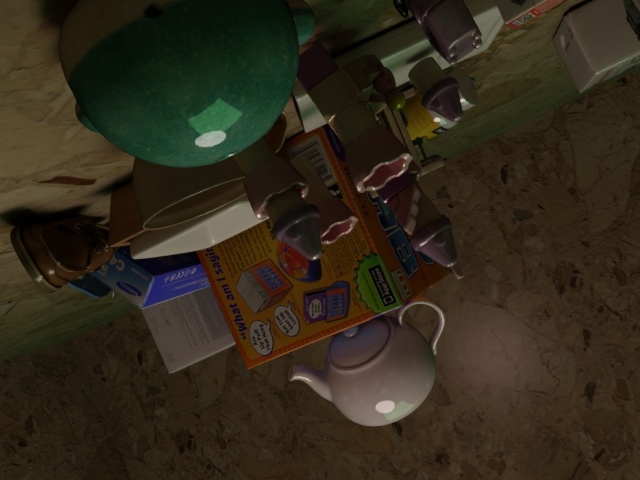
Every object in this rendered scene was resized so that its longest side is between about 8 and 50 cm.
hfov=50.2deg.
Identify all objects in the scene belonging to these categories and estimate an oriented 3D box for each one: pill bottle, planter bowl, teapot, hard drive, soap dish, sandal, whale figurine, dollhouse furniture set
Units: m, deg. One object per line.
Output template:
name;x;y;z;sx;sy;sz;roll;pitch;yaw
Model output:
pill bottle;0.186;-0.234;1.235;0.184;0.103;0.103;-26;176;38
planter bowl;-0.167;-0.095;0.856;0.162;0.109;0.162;-25;177;-1
teapot;0.109;0.240;1.411;0.252;0.187;0.256;-2;-140;42
hard drive;0.106;-0.249;0.960;0.307;0.040;0.203;-24;177;1
soap dish;-0.181;-0.069;1.107;0.228;0.118;0.291;-25;177;17
sandal;-0.078;-0.149;0.885;0.088;0.079;0.240;-23;176;-25
whale figurine;-0.096;-0.126;0.572;0.216;0.141;0.272;-25;177;0
dollhouse furniture set;0.106;-0.167;1.118;0.128;0.129;0.184;-24;-167;2

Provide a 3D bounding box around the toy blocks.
toy blocks;0.094;-0.085;0.792;0.308;0.260;0.288;-35;163;10

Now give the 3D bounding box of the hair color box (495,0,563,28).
hair color box;0.250;-0.302;0.694;0.167;0.093;0.053;-25;176;29

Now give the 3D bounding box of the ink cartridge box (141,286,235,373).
ink cartridge box;-0.289;0.118;1.644;0.271;0.310;0.130;-24;177;8

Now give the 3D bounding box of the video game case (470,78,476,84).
video game case;0.264;-0.309;1.406;0.087;0.011;0.122;-26;176;31

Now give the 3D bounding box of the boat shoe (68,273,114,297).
boat shoe;-0.458;0.067;1.428;0.089;0.109;0.258;-27;179;-3

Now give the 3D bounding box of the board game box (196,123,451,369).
board game box;0.000;0.000;1.410;0.356;0.357;0.356;-25;177;25

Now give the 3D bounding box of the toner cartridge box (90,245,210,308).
toner cartridge box;-0.304;0.033;1.391;0.347;0.165;0.075;-16;133;-65

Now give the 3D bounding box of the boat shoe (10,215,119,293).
boat shoe;-0.384;0.005;1.054;0.104;0.111;0.307;-28;-173;-7

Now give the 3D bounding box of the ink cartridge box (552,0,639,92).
ink cartridge box;0.611;-0.410;1.260;0.306;0.131;0.226;-26;177;14
